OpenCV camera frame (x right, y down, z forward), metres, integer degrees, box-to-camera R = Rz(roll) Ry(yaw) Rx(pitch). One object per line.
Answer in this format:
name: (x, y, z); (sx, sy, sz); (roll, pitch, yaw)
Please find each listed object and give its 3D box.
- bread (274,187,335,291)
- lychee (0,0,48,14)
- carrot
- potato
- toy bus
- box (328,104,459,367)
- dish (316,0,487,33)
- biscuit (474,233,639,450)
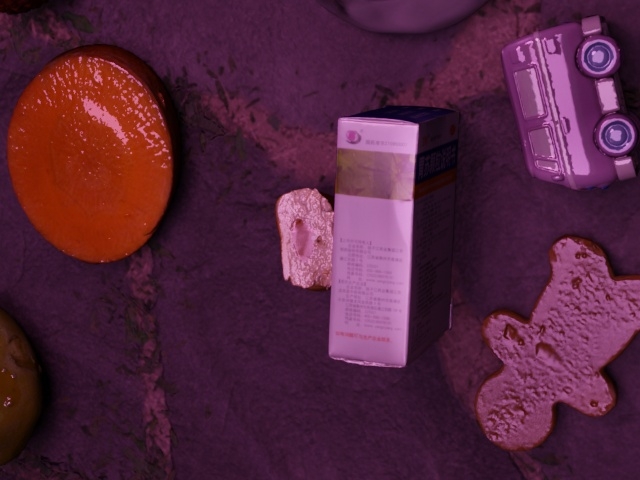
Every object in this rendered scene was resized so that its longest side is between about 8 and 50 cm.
bread: (0.002, -0.001, 1.699); (0.085, 0.173, 0.134); (-8, 90, 12)
lychee: (-0.418, -0.398, 1.764); (0.194, 0.194, 0.194); (3, 101, 19)
carrot: (-0.312, -0.118, 1.832); (0.258, 0.100, 0.307); (9, 110, 16)
potato: (-0.496, 0.205, 1.919); (0.186, 0.148, 0.253); (-9, 88, 4)
toy bus: (0.305, -0.159, 1.580); (0.142, 0.142, 0.202); (-13, 94, 15)
box: (0.094, -0.012, 1.644); (0.106, 0.200, 0.299); (5, 101, 19)
dish: (0.073, -0.390, 1.581); (0.324, 0.124, 0.324); (11, 118, 22)
biscuit: (0.304, 0.140, 1.680); (0.197, 0.049, 0.301); (36, 109, 15)
